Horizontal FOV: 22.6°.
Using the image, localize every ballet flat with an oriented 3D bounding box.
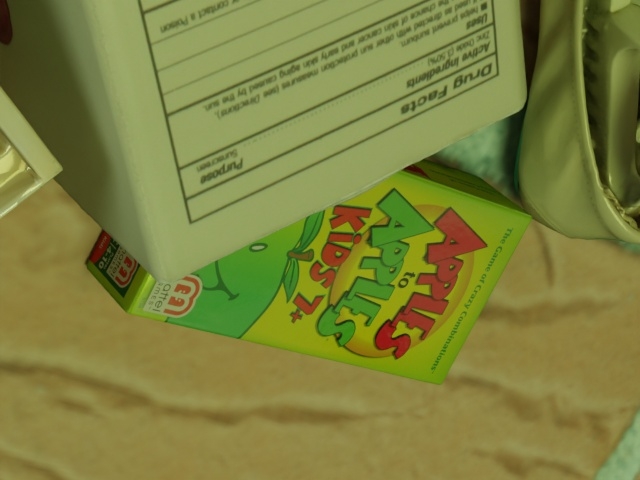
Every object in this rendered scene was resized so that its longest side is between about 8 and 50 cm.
[{"bbox_3d":[0.137,-0.105,0.699,0.086,0.086,0.248,-19,126,-25],"label":"ballet flat"}]

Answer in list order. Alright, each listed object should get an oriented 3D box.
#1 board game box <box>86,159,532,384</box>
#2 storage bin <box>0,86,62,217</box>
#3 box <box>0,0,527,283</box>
[{"bbox_3d":[0.000,0.000,0.692,0.181,0.043,0.092,16,106,-40],"label":"board game box"},{"bbox_3d":[-0.253,-0.050,0.390,0.260,0.123,0.262,-39,133,-9],"label":"storage bin"},{"bbox_3d":[-0.036,-0.132,0.490,0.149,0.127,0.232,-27,130,-22],"label":"box"}]
